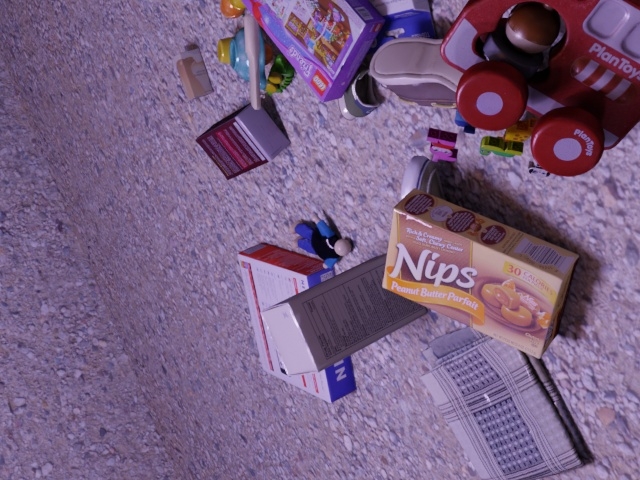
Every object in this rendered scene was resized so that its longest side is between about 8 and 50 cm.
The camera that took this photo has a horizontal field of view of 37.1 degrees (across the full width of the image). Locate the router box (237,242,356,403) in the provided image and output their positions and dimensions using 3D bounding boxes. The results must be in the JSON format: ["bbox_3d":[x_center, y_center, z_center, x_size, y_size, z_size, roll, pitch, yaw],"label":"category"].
[{"bbox_3d":[-0.061,0.197,2.330,0.301,0.082,0.336,16,122,52],"label":"router box"}]

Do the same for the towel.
[{"bbox_3d":[0.335,0.314,1.836,0.324,0.056,0.312,63,148,8],"label":"towel"}]

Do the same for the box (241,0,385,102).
[{"bbox_3d":[-0.022,-0.434,1.789,0.293,0.057,0.201,54,139,19],"label":"box"}]

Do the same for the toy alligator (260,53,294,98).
[{"bbox_3d":[-0.093,-0.344,2.077,0.051,0.056,0.190,21,153,-8],"label":"toy alligator"}]

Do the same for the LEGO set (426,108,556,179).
[{"bbox_3d":[0.285,-0.157,1.557,0.227,0.087,0.093,12,155,2],"label":"LEGO set"}]

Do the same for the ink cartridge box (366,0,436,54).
[{"bbox_3d":[0.100,-0.451,1.717,0.223,0.045,0.224,2,111,56],"label":"ink cartridge box"}]

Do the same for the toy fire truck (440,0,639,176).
[{"bbox_3d":[0.335,-0.257,1.310,0.302,0.169,0.254,30,131,-6],"label":"toy fire truck"}]

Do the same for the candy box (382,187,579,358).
[{"bbox_3d":[0.269,0.054,1.653,0.316,0.087,0.183,25,131,24],"label":"candy box"}]

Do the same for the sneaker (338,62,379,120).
[{"bbox_3d":[0.064,-0.331,1.838,0.086,0.064,0.192,-4,106,49],"label":"sneaker"}]

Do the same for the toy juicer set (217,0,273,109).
[{"bbox_3d":[-0.141,-0.429,2.008,0.329,0.089,0.209,-122,32,-56],"label":"toy juicer set"}]

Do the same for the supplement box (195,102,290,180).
[{"bbox_3d":[-0.185,-0.231,2.225,0.130,0.073,0.239,52,151,-14],"label":"supplement box"}]

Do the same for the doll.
[{"bbox_3d":[0.000,0.000,2.150,0.189,0.046,0.129,19,125,51],"label":"doll"}]

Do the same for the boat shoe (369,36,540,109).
[{"bbox_3d":[0.232,-0.271,1.584,0.324,0.117,0.096,12,161,41],"label":"boat shoe"}]

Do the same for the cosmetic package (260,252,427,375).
[{"bbox_3d":[0.049,0.146,1.928,0.129,0.296,0.153,-21,91,57],"label":"cosmetic package"}]

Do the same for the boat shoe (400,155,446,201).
[{"bbox_3d":[0.215,-0.017,1.788,0.094,0.109,0.302,8,122,27],"label":"boat shoe"}]

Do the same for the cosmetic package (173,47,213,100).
[{"bbox_3d":[-0.314,-0.410,2.352,0.041,0.060,0.115,-7,105,57],"label":"cosmetic package"}]
